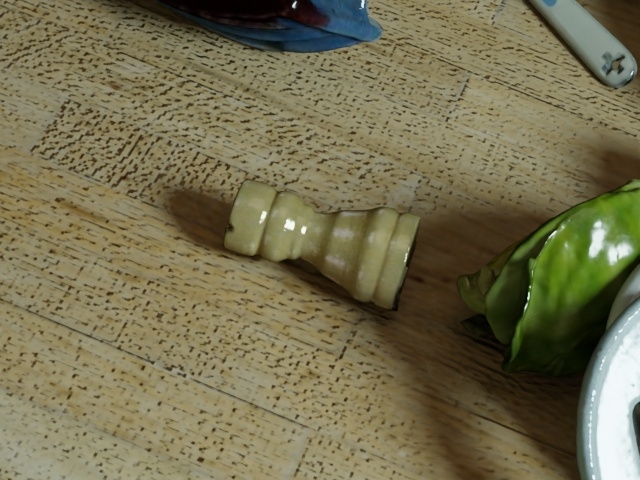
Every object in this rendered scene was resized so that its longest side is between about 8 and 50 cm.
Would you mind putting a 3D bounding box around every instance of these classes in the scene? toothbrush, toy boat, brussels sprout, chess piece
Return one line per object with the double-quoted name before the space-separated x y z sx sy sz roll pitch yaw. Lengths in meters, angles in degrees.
"toothbrush" 0.126 -0.257 1.482 0.040 0.040 0.386 -21 57 -31
"toy boat" -0.083 -0.231 1.351 0.309 0.129 0.142 35 20 15
"brussels sprout" 0.171 0.021 1.180 0.181 0.139 0.100 -11 60 -30
"chess piece" 0.000 0.000 1.200 0.122 0.066 0.066 15 46 4

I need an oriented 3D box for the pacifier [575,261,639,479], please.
"pacifier" 0.297 0.097 1.080 0.287 0.226 0.239 -7 87 -27
